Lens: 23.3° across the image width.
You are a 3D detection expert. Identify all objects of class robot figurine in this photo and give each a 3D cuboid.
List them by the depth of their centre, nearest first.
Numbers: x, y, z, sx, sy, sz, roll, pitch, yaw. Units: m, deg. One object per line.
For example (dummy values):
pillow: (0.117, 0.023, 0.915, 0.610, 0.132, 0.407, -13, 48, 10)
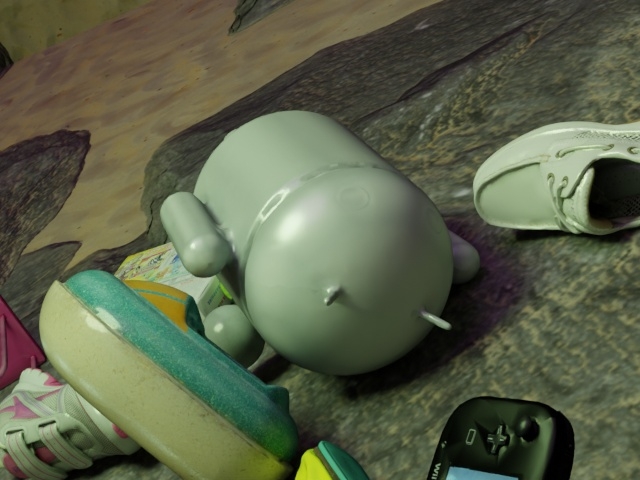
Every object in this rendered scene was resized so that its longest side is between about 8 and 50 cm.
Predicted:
robot figurine: (0.000, 0.000, 1.480, 0.300, 0.200, 0.353, 0, 22, -21)

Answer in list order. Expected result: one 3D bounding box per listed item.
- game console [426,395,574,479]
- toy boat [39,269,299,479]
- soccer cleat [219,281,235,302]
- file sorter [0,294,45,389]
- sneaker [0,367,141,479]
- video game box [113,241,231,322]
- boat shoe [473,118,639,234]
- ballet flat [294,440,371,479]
game console: (0.049, 0.260, 0.884, 0.213, 0.044, 0.361, 4, 70, 48)
toy boat: (-0.119, 0.114, 1.412, 0.148, 0.267, 0.318, -52, -5, -4)
soccer cleat: (-0.032, 0.019, 1.705, 0.179, 0.060, 0.072, -19, 12, 30)
file sorter: (-0.476, 0.115, 1.783, 0.202, 0.291, 0.182, -32, 24, 1)
sneaker: (-0.265, 0.201, 1.588, 0.111, 0.103, 0.252, -50, 21, -28)
video game box: (-0.180, 0.061, 1.823, 0.205, 0.048, 0.187, -17, 28, 32)
boat shoe: (0.249, -0.051, 1.420, 0.277, 0.098, 0.096, -13, 28, 37)
ballet flat: (0.024, 0.226, 1.186, 0.077, 0.077, 0.231, -55, 20, 1)
